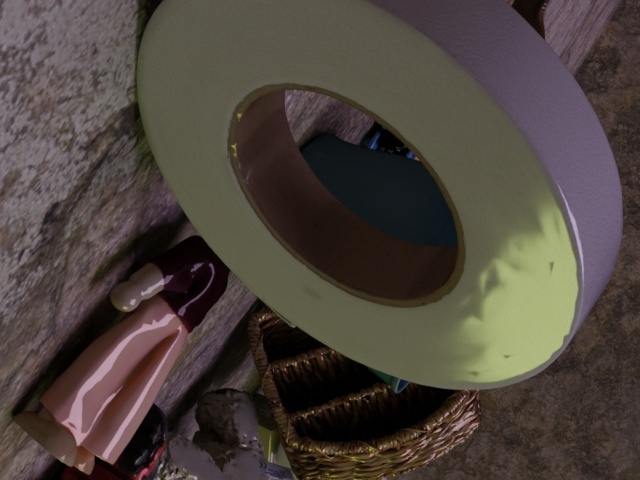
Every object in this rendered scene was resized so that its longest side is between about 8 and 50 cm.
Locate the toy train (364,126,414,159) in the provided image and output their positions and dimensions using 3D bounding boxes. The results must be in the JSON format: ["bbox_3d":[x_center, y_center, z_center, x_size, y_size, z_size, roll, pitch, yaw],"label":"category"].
[{"bbox_3d":[0.105,-0.129,1.628,0.184,0.080,0.105,-63,175,16],"label":"toy train"}]

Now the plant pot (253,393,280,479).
[{"bbox_3d":[-0.102,0.331,1.935,0.109,0.109,0.096,-41,147,-52],"label":"plant pot"}]

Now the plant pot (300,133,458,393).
[{"bbox_3d":[0.066,0.006,1.396,0.272,0.255,0.272,-52,166,-19],"label":"plant pot"}]

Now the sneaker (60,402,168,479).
[{"bbox_3d":[-0.266,0.304,1.243,0.276,0.097,0.135,-52,164,-26],"label":"sneaker"}]

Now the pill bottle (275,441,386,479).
[{"bbox_3d":[0.078,0.211,1.857,0.224,0.224,0.392,5,106,-76],"label":"pill bottle"}]

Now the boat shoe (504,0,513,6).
[{"bbox_3d":[0.242,-0.275,1.690,0.121,0.110,0.341,-39,159,-53],"label":"boat shoe"}]

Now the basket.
[{"bbox_3d":[0.069,0.197,1.593,0.299,0.213,0.223,-17,133,-6],"label":"basket"}]

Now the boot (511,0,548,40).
[{"bbox_3d":[0.307,-0.361,1.780,0.165,0.077,0.213,-145,-124,-82],"label":"boot"}]

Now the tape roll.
[{"bbox_3d":[0.032,-0.047,0.840,0.072,0.392,0.392,-49,165,-32],"label":"tape roll"}]

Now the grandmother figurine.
[{"bbox_3d":[-0.150,0.072,1.118,0.342,0.104,0.208,-51,175,-12],"label":"grandmother figurine"}]

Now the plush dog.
[{"bbox_3d":[-0.184,0.353,1.543,0.225,0.211,0.262,-33,180,34],"label":"plush dog"}]
